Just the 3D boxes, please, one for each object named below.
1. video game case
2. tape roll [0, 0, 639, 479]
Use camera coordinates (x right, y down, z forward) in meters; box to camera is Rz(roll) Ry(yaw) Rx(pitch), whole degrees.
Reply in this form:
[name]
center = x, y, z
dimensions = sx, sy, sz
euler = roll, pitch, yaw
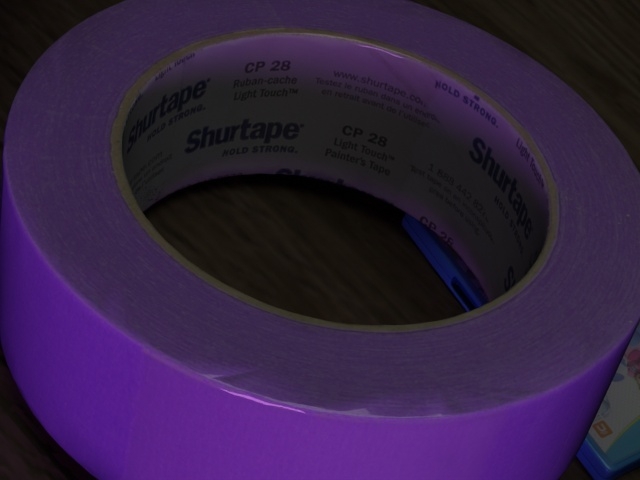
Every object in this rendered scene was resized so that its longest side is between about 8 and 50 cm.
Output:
[video game case]
center = 0.132, 0.031, 0.772
dimensions = 0.119, 0.015, 0.166
euler = -19, 60, -32
[tape roll]
center = 0.000, 0.000, 0.673
dimensions = 0.274, 0.090, 0.275
euler = 9, 42, -8
